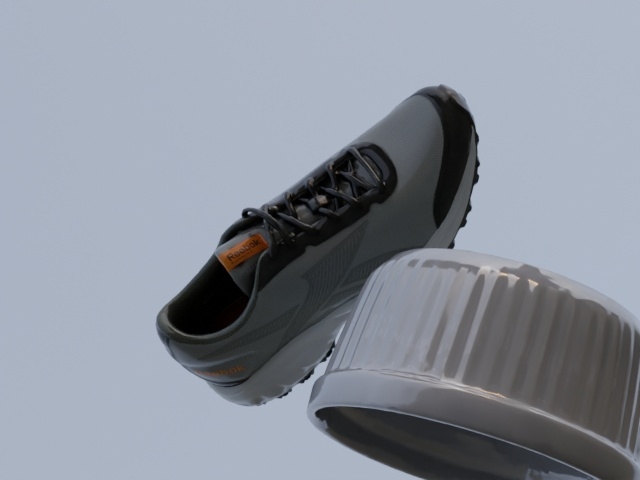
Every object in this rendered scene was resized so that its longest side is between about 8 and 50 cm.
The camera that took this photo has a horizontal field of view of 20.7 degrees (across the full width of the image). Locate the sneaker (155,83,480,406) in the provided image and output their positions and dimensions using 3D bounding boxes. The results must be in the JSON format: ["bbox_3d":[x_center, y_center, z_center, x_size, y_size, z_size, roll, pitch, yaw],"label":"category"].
[{"bbox_3d":[0.000,0.000,1.184,0.271,0.100,0.108,-46,-43,11],"label":"sneaker"}]

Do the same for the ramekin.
[{"bbox_3d":[0.104,0.085,1.065,0.207,0.207,0.109,29,-109,-36],"label":"ramekin"}]
